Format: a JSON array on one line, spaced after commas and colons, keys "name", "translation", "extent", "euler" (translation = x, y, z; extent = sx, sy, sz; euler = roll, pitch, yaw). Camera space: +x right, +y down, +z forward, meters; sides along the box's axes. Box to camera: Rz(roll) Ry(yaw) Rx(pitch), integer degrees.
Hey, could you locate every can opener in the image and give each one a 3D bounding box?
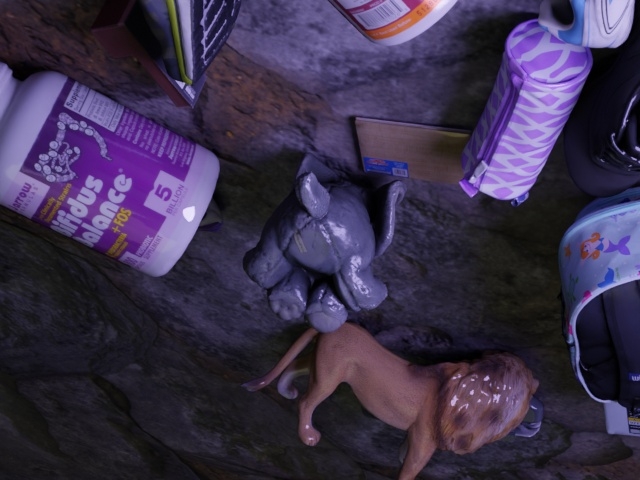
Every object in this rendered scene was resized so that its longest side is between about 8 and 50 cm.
[{"name": "can opener", "translation": [0.204, 0.250, 1.694], "extent": [0.280, 0.074, 0.093], "euler": [5, 113, 17]}]

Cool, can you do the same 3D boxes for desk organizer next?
[{"name": "desk organizer", "translation": [-0.181, -0.197, 1.168], "extent": [0.050, 0.047, 0.130], "euler": [-2, 144, 33]}]

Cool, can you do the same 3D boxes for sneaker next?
[{"name": "sneaker", "translation": [0.224, -0.238, 0.860], "extent": [0.086, 0.085, 0.237], "euler": [6, 148, 2]}, {"name": "sneaker", "translation": [-0.207, -0.030, 1.436], "extent": [0.170, 0.068, 0.071], "euler": [8, 158, 19]}, {"name": "sneaker", "translation": [-0.153, -0.267, 1.006], "extent": [0.121, 0.111, 0.300], "euler": [17, 145, 20]}, {"name": "sneaker", "translation": [0.284, -0.110, 0.996], "extent": [0.109, 0.130, 0.286], "euler": [13, 150, 3]}]

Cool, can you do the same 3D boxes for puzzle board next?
[{"name": "puzzle board", "translation": [0.105, -0.099, 1.218], "extent": [0.128, 0.011, 0.096], "euler": [9, 150, 15]}]

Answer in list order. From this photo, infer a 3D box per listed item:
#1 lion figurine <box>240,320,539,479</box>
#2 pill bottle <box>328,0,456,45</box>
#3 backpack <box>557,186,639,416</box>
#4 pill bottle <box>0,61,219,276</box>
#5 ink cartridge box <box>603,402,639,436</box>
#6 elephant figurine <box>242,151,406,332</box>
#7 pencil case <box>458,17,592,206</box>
[{"name": "lion figurine", "translation": [0.096, 0.208, 1.587], "extent": [0.392, 0.142, 0.240], "euler": [24, 115, 2]}, {"name": "pill bottle", "translation": [0.015, -0.268, 0.882], "extent": [0.121, 0.121, 0.221], "euler": [-15, 137, 42]}, {"name": "backpack", "translation": [0.356, 0.047, 1.139], "extent": [0.225, 0.191, 0.253], "euler": [-11, 149, 15]}, {"name": "pill bottle", "translation": [-0.283, -0.091, 1.270], "extent": [0.302, 0.169, 0.169], "euler": [27, 148, -16]}, {"name": "ink cartridge box", "translation": [0.507, 0.171, 1.337], "extent": [0.310, 0.130, 0.272], "euler": [4, 148, 21]}, {"name": "elephant figurine", "translation": [0.019, -0.022, 1.262], "extent": [0.169, 0.239, 0.186], "euler": [47, 127, -10]}, {"name": "pencil case", "translation": [0.191, -0.121, 1.063], "extent": [0.088, 0.086, 0.206], "euler": [-23, 153, -21]}]
